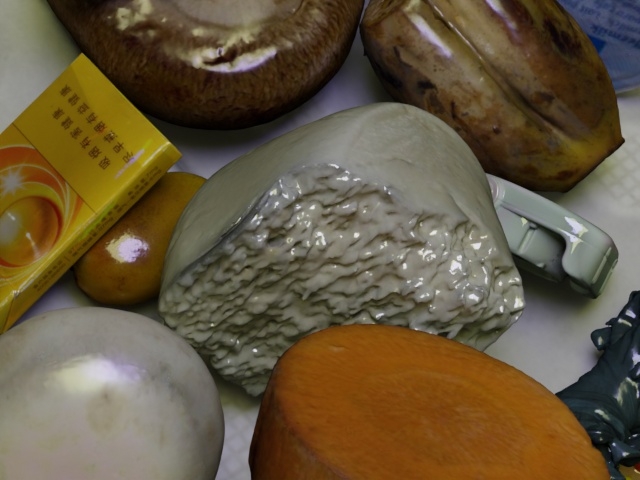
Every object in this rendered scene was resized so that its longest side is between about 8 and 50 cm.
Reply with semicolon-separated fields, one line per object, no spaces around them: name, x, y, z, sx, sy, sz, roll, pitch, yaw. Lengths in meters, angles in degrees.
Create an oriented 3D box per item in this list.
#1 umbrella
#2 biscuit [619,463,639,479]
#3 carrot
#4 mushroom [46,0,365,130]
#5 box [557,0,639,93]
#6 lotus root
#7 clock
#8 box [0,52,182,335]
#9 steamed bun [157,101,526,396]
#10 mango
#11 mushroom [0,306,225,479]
umbrella;0.298;0.126;1.858;0.143;0.094;0.349;42;57;19
biscuit;0.281;0.211;1.874;0.240;0.035;0.158;-17;67;-14
carrot;0.088;0.183;1.603;0.307;0.100;0.258;28;38;29
mushroom;-0.118;-0.268;1.995;0.345;0.239;0.345;7;74;-24
box;0.282;-0.327;2.035;0.262;0.291;0.206;17;51;7
lotus root;0.173;-0.161;1.961;0.291;0.193;0.193;43;63;-13
clock;0.193;-0.012;1.923;0.191;0.151;0.062;27;88;17
box;-0.272;-0.035;1.871;0.269;0.043;0.152;-44;59;0
steamed bun;0.000;0.000;1.785;0.290;0.272;0.273;-27;50;23
mango;-0.172;-0.007;1.908;0.111;0.089;0.163;28;59;10
mushroom;-0.206;0.172;1.753;0.246;0.202;0.246;-1;102;-3
